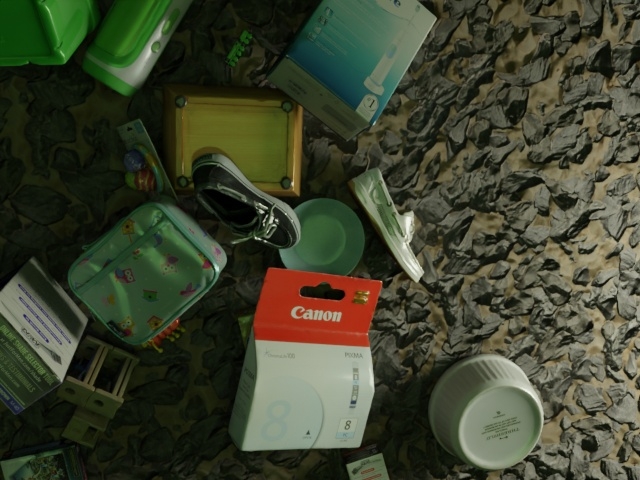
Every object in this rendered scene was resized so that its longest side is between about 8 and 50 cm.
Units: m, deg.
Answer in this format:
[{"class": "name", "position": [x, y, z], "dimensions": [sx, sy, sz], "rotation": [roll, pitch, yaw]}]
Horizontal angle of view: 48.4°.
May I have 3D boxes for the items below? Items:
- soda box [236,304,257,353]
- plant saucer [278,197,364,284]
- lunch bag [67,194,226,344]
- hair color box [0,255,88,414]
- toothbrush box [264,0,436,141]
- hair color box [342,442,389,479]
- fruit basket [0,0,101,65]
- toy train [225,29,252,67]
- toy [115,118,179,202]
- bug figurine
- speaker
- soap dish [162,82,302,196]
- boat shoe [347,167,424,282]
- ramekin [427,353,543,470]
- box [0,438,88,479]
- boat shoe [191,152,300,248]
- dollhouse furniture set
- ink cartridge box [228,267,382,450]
[{"class": "soda box", "position": [-0.140, 0.240, 1.590], "dimensions": [0.058, 0.061, 0.181], "rotation": [-12, 103, -8]}, {"class": "plant saucer", "position": [0.000, 0.000, 1.582], "dimensions": [0.194, 0.037, 0.195], "rotation": [-2, 101, -10]}, {"class": "lunch bag", "position": [-0.347, 0.058, 1.399], "dimensions": [0.279, 0.108, 0.224], "rotation": [-39, 103, 13]}, {"class": "hair color box", "position": [-0.559, 0.165, 1.351], "dimensions": [0.110, 0.339, 0.185], "rotation": [-36, 106, -3]}, {"class": "toothbrush box", "position": [0.064, -0.386, 1.420], "dimensions": [0.216, 0.126, 0.296], "rotation": [35, 71, -16]}, {"class": "hair color box", "position": [0.119, 0.584, 1.715], "dimensions": [0.093, 0.053, 0.167], "rotation": [-16, 105, -6]}, {"class": "fruit basket", "position": [-0.602, -0.508, 1.285], "dimensions": [0.391, 0.392, 0.283], "rotation": [-10, 144, -9]}, {"class": "toy train", "position": [-0.171, -0.399, 1.480], "dimensions": [0.023, 0.017, 0.083], "rotation": [33, 94, -5]}, {"class": "toy", "position": [-0.353, -0.118, 1.436], "dimensions": [0.056, 0.137, 0.237], "rotation": [-36, 110, -30]}, {"class": "bug figurine", "position": [-0.370, 0.093, 1.512], "dimensions": [0.216, 0.072, 0.279], "rotation": [-45, 105, 0]}, {"class": "speaker", "position": [-0.341, -0.432, 1.384], "dimensions": [0.131, 0.131, 0.297], "rotation": [32, 94, -15]}, {"class": "soap dish", "position": [-0.178, -0.201, 1.466], "dimensions": [0.290, 0.118, 0.229], "rotation": [0, 101, -10]}, {"class": "boat shoe", "position": [0.167, -0.035, 1.575], "dimensions": [0.096, 0.098, 0.277], "rotation": [-33, 104, -2]}, {"class": "ramekin", "position": [0.402, 0.417, 1.696], "dimensions": [0.272, 0.127, 0.273], "rotation": [-2, 101, -11]}, {"class": "box", "position": [-0.595, 0.565, 1.578], "dimensions": [0.159, 0.044, 0.233], "rotation": [-10, 103, -9]}, {"class": "boat shoe", "position": [-0.139, -0.049, 1.414], "dimensions": [0.113, 0.105, 0.306], "rotation": [-23, 138, 18]}, {"class": "dollhouse furniture set", "position": [-0.496, 0.324, 1.528], "dimensions": [0.129, 0.129, 0.184], "rotation": [28, 125, -14]}, {"class": "ink cartridge box", "position": [-0.012, 0.267, 1.563], "dimensions": [0.308, 0.091, 0.385], "rotation": [9, 101, -31]}]
